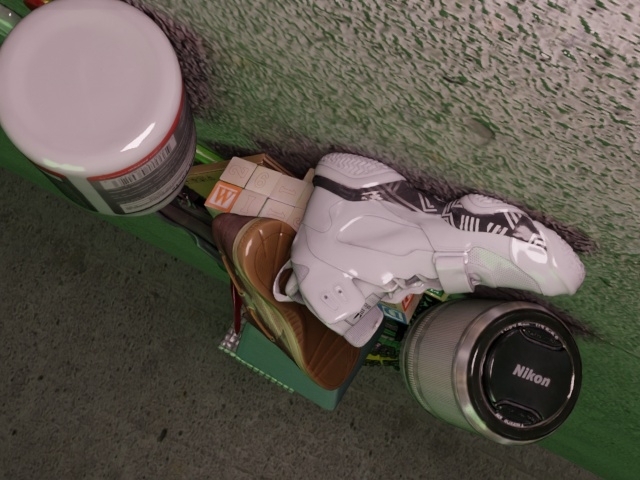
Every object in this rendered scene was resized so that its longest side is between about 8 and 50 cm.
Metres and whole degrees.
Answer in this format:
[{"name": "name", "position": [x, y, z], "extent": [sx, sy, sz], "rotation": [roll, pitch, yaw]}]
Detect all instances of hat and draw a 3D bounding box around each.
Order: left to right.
[{"name": "hat", "position": [-0.199, 0.041, 1.796], "extent": [0.208, 0.183, 0.173], "rotation": [49, -172, 25]}]

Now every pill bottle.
[{"name": "pill bottle", "position": [-0.268, -0.146, 1.153], "extent": [0.210, 0.210, 0.363], "rotation": [27, 170, 1]}]

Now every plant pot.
[{"name": "plant pot", "position": [-0.005, 0.149, 1.857], "extent": [0.247, 0.248, 0.252], "rotation": [29, 148, 11]}]

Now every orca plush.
[{"name": "orca plush", "position": [0.194, 0.166, 1.805], "extent": [0.151, 0.102, 0.287], "rotation": [29, 170, -8]}]

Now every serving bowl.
[{"name": "serving bowl", "position": [-0.465, -0.319, 1.326], "extent": [0.083, 0.027, 0.083], "rotation": [26, 171, 5]}]

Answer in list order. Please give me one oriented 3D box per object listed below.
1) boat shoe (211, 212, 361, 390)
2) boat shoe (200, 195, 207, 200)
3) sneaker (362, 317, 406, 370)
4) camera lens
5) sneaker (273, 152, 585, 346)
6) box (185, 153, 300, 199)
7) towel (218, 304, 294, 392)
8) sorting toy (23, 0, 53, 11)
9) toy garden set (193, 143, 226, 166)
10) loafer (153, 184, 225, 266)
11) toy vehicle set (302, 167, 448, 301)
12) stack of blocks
[{"name": "boat shoe", "position": [-0.050, 0.083, 1.272], "extent": [0.123, 0.123, 0.342], "rotation": [20, 155, 42]}, {"name": "boat shoe", "position": [-0.261, -0.073, 1.842], "extent": [0.104, 0.089, 0.285], "rotation": [19, 166, 43]}, {"name": "sneaker", "position": [0.186, 0.212, 2.043], "extent": [0.343, 0.146, 0.134], "rotation": [12, 147, 10]}, {"name": "camera lens", "position": [0.271, 0.204, 1.465], "extent": [0.219, 0.219, 0.274], "rotation": [30, 170, -15]}, {"name": "sneaker", "position": [0.116, 0.042, 1.084], "extent": [0.365, 0.210, 0.137], "rotation": [22, 169, 27]}, {"name": "box", "position": [-0.110, -0.080, 1.454], "extent": [0.201, 0.021, 0.164], "rotation": [-5, 151, 41]}, {"name": "towel", "position": [-0.088, 0.203, 2.219], "extent": [0.235, 0.284, 0.121], "rotation": [29, 171, -4]}, {"name": "sorting toy", "position": [-0.456, -0.348, 1.106], "extent": [0.274, 0.046, 0.132], "rotation": [27, 170, 7]}, {"name": "toy garden set", "position": [-0.171, -0.089, 1.643], "extent": [0.203, 0.049, 0.244], "rotation": [30, 170, -15]}, {"name": "loafer", "position": [-0.227, -0.068, 1.590], "extent": [0.302, 0.095, 0.109], "rotation": [43, -165, -37]}, {"name": "toy vehicle set", "position": [0.089, -0.004, 1.349], "extent": [0.266, 0.035, 0.166], "rotation": [26, 160, 6]}, {"name": "stack of blocks", "position": [0.000, 0.000, 1.292], "extent": [0.297, 0.087, 0.171], "rotation": [20, 158, 23]}]
